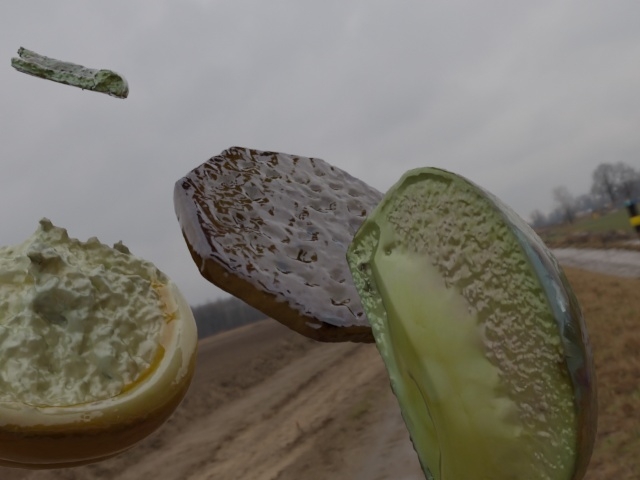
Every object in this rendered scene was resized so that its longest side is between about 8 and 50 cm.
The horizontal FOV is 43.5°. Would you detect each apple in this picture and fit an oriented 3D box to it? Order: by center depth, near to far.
[{"bbox_3d":[0.129,0.071,0.576,0.120,0.265,0.193,-10,-20,-30],"label":"apple"}]

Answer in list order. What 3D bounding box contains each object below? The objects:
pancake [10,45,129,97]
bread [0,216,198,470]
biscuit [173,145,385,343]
[{"bbox_3d":[-0.462,-0.307,1.445,0.376,0.054,0.197,18,9,37],"label":"pancake"},{"bbox_3d":[-0.392,0.152,1.129,0.423,0.329,0.245,7,-23,-20],"label":"bread"},{"bbox_3d":[-0.001,0.000,0.936,0.359,0.359,0.046,-13,-44,-48],"label":"biscuit"}]
